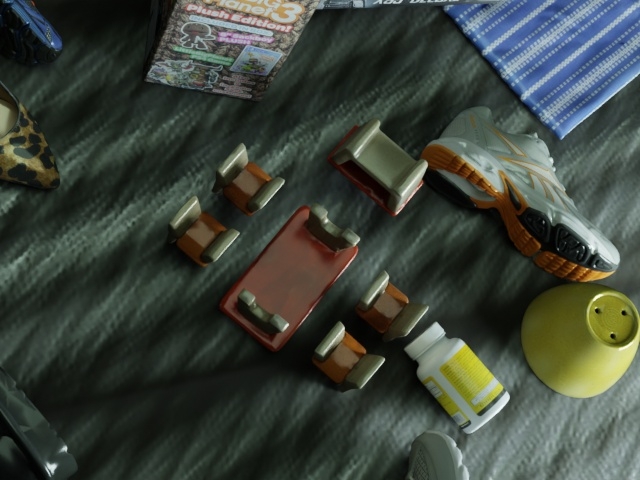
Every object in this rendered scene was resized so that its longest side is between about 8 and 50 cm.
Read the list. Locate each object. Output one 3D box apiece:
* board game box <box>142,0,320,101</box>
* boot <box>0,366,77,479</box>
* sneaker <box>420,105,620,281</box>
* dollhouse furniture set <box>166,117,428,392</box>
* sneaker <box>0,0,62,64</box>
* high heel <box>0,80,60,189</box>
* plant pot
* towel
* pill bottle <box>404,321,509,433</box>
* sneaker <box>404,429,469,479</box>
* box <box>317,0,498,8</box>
[{"bbox_3d":[-0.087,-0.321,1.460,0.141,0.291,0.232,9,69,-15],"label":"board game box"},{"bbox_3d":[-0.423,0.178,1.260,0.260,0.131,0.348,-41,87,-26],"label":"boot"},{"bbox_3d":[0.251,-0.063,1.588,0.262,0.099,0.121,38,60,-3],"label":"sneaker"},{"bbox_3d":[0.000,0.000,1.485,0.262,0.135,0.259,41,75,-1],"label":"dollhouse furniture set"},{"bbox_3d":[-0.349,-0.287,1.482,0.087,0.083,0.221,-38,89,-33],"label":"sneaker"},{"bbox_3d":[-0.357,-0.160,1.371,0.261,0.186,0.093,40,64,-1],"label":"high heel"},{"bbox_3d":[0.307,0.102,1.543,0.134,0.095,0.134,6,70,-16],"label":"plant pot"},{"bbox_3d":[0.270,-0.318,1.715,0.243,0.040,0.336,-38,86,-25],"label":"towel"},{"bbox_3d":[0.146,0.147,1.492,0.065,0.065,0.116,-39,87,-26],"label":"pill bottle"},{"bbox_3d":[0.082,0.322,1.387,0.115,0.105,0.281,14,64,-5],"label":"sneaker"},{"bbox_3d":[0.088,-0.432,1.639,0.242,0.076,0.307,-4,75,-18],"label":"box"}]
